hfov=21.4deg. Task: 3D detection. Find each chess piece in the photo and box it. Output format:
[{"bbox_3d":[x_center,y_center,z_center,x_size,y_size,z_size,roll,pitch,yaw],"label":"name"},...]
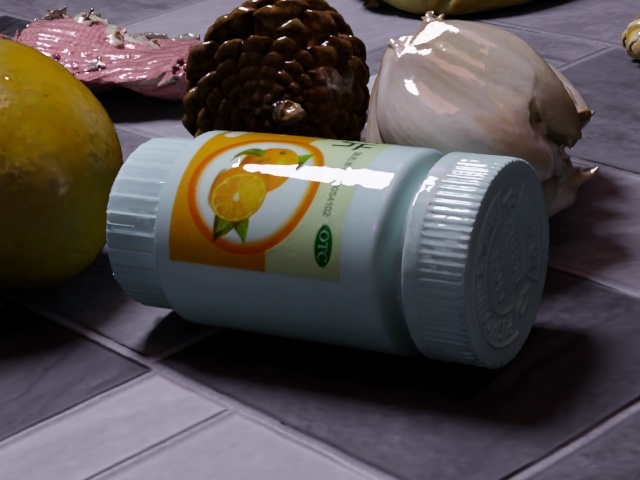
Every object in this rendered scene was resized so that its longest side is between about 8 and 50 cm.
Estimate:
[{"bbox_3d":[0.378,-0.241,1.883,0.060,0.060,0.172,5,28,27],"label":"chess piece"}]

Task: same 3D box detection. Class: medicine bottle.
[{"bbox_3d":[0.000,0.000,1.293,0.318,0.158,0.158,6,26,29],"label":"medicine bottle"}]

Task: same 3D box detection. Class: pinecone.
[{"bbox_3d":[-0.034,-0.148,1.619,0.168,0.186,0.212,15,26,16],"label":"pinecone"}]

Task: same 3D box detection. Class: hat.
[{"bbox_3d":[-0.273,-0.214,1.940,0.286,0.107,0.237,0,13,5],"label":"hat"}]

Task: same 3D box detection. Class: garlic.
[{"bbox_3d":[0.138,-0.087,1.454,0.203,0.185,0.281,24,7,6],"label":"garlic"}]

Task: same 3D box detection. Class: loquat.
[{"bbox_3d":[-0.281,-0.051,1.432,0.243,0.244,0.244,-6,23,3],"label":"loquat"}]

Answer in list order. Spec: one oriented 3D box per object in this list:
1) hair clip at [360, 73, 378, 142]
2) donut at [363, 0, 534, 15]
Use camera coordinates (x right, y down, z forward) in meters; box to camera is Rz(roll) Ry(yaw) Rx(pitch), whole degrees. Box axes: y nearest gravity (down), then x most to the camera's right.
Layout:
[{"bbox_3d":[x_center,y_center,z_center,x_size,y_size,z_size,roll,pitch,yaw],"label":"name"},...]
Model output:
[{"bbox_3d":[0.101,-0.110,1.664,0.140,0.054,0.220,-15,26,-29],"label":"hair clip"},{"bbox_3d":[0.201,-0.405,2.175,0.360,0.170,0.360,-7,25,3],"label":"donut"}]
